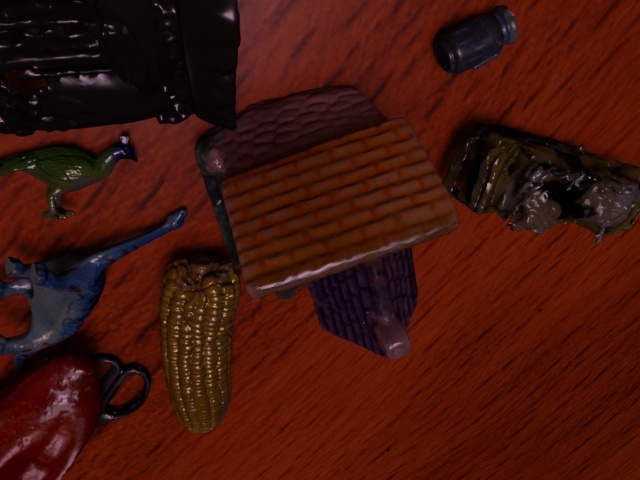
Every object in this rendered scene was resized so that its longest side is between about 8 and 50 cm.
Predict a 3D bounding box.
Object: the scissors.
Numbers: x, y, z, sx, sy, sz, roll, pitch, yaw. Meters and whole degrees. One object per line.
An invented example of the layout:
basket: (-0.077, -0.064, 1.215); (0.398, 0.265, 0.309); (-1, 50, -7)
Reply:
scissors: (-0.350, 0.276, 0.733); (0.109, 0.022, 0.300); (30, 110, -26)

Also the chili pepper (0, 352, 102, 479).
chili pepper: (-0.350, 0.236, 0.637); (0.252, 0.136, 0.144); (-39, 82, 15)

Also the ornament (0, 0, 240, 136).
ornament: (-0.190, -0.150, 0.398); (0.260, 0.251, 0.106); (-8, 83, -13)

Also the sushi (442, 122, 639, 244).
sushi: (0.289, -0.055, 0.652); (0.290, 0.131, 0.139); (5, 119, -29)

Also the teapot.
teapot: (0.171, -0.211, 0.562); (0.083, 0.049, 0.064); (-26, 125, 0)

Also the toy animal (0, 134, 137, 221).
toy animal: (-0.297, -0.054, 0.525); (0.216, 0.041, 0.075); (-11, 105, -8)

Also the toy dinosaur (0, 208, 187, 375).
toy dinosaur: (-0.300, 0.062, 0.577); (0.329, 0.076, 0.144); (-44, 155, 12)

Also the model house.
model house: (0.000, 0.000, 0.531); (0.202, 0.237, 0.237); (-16, 125, -9)

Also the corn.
corn: (-0.155, 0.143, 0.667); (0.101, 0.101, 0.292); (-3, 126, -15)
